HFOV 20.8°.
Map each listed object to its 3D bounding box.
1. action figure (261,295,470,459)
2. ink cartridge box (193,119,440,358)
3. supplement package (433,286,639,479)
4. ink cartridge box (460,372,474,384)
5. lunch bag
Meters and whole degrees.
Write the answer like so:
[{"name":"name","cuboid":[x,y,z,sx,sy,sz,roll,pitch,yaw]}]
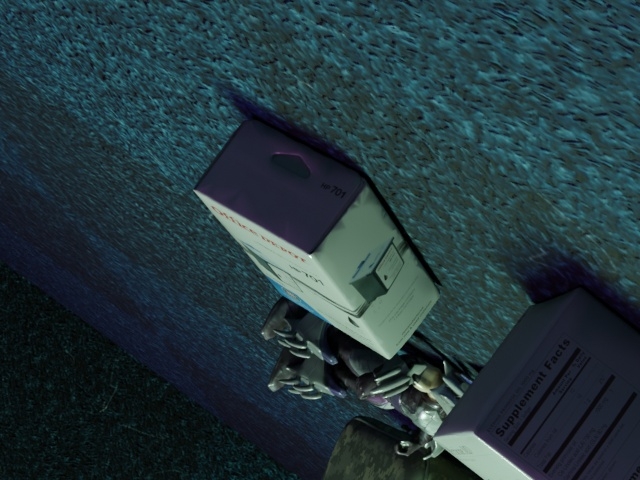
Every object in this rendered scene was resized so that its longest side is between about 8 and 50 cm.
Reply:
[{"name":"action figure","cuboid":[0.071,0.153,1.799,0.285,0.099,0.185,25,153,33]},{"name":"ink cartridge box","cuboid":[0.000,0.000,1.448,0.139,0.082,0.191,29,167,35]},{"name":"supplement package","cuboid":[0.226,0.165,1.273,0.244,0.134,0.139,38,168,-1]},{"name":"ink cartridge box","cuboid":[0.274,0.269,1.599,0.307,0.072,0.303,37,179,-20]},{"name":"lunch bag","cuboid":[0.149,0.350,2.050,0.256,0.212,0.305,24,176,-19]}]
